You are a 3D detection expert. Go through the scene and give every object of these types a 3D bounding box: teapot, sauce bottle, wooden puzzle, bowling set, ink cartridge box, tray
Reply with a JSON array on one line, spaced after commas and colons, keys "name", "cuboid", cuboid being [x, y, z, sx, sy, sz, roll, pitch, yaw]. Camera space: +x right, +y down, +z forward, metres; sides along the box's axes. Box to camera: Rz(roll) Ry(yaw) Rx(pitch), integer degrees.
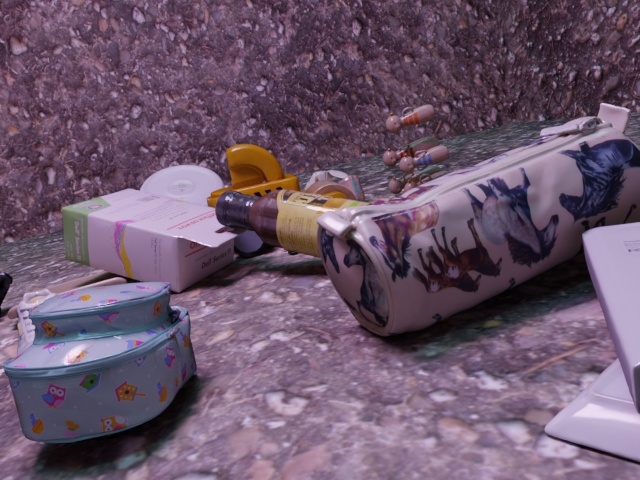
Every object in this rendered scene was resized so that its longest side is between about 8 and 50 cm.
[{"name": "teapot", "cuboid": [-0.364, -0.074, 1.646, 0.256, 0.187, 0.252, 22, 47, 23]}, {"name": "sauce bottle", "cuboid": [-0.037, -0.033, 1.064, 0.344, 0.112, 0.111, 12, 22, 28]}, {"name": "wooden puzzle", "cuboid": [-0.506, 0.110, 1.238, 0.220, 0.044, 0.238, -16, 7, -16]}, {"name": "bowling set", "cuboid": [0.252, -0.187, 1.549, 0.154, 0.287, 0.200, -18, 45, 3]}, {"name": "ink cartridge box", "cuboid": [-0.314, -0.001, 1.220, 0.353, 0.119, 0.207, 13, 21, 21]}, {"name": "tray", "cuboid": [0.307, 0.095, 0.471, 0.270, 0.030, 0.145, -21, 15, -37]}]

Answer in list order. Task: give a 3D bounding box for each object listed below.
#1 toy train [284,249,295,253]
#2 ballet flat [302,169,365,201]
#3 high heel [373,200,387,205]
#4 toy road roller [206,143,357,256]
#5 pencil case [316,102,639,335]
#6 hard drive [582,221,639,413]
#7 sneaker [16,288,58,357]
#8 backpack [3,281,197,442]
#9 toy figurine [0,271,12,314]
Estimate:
[{"name": "toy train", "cuboid": [0.000, 0.000, 1.257, 0.158, 0.027, 0.036, -13, 8, -7]}, {"name": "ballet flat", "cuboid": [0.025, -0.156, 1.788, 0.107, 0.106, 0.316, -19, 13, -32]}, {"name": "high heel", "cuboid": [0.118, -0.025, 1.185, 0.117, 0.082, 0.244, 5, 13, 3]}, {"name": "toy road roller", "cuboid": [-0.096, -0.116, 1.376, 0.329, 0.241, 0.202, -14, 12, -6]}, {"name": "pencil case", "cuboid": [0.197, -0.025, 0.732, 0.410, 0.184, 0.160, -21, 26, -16]}, {"name": "hard drive", "cuboid": [0.360, 0.037, 0.500, 0.232, 0.047, 0.353, -7, 12, 20]}, {"name": "sneaker", "cuboid": [-0.409, 0.132, 0.881, 0.087, 0.092, 0.228, -16, 13, -28]}, {"name": "backpack", "cuboid": [-0.225, 0.122, 0.622, 0.165, 0.145, 0.188, -6, 15, 2]}, {"name": "toy figurine", "cuboid": [-0.757, 0.084, 1.206, 0.209, 0.213, 0.148, -16, 28, -4]}]
